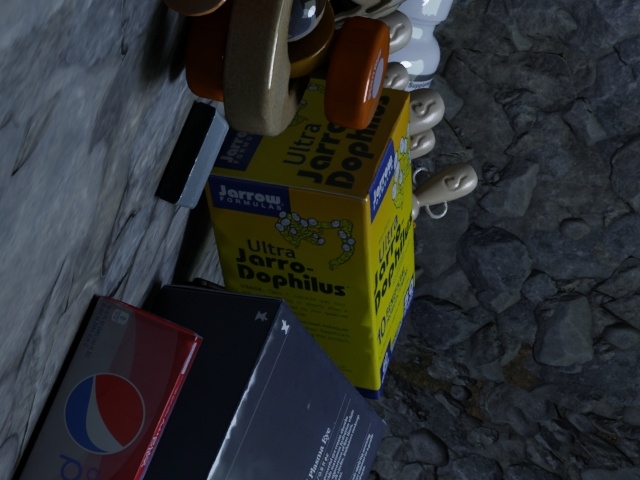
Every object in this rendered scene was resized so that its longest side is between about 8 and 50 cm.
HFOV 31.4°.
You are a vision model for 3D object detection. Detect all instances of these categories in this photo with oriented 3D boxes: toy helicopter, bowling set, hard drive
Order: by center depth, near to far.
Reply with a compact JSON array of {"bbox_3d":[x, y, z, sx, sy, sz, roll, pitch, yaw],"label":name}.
[{"bbox_3d":[-0.014,-0.247,0.772,0.235,0.140,0.355,-16,119,-78],"label":"toy helicopter"},{"bbox_3d":[-0.118,-0.078,1.075,0.135,0.022,0.094,12,101,-89],"label":"hard drive"},{"bbox_3d":[0.073,-0.151,1.549,0.154,0.287,0.200,-25,-179,-13],"label":"bowling set"}]

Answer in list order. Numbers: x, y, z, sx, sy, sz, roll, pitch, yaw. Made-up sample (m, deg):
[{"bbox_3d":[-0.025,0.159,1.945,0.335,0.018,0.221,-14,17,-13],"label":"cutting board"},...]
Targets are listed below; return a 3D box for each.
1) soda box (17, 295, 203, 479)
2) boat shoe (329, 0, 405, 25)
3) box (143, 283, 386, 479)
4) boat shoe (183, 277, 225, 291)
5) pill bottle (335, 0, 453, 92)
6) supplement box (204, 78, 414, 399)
[{"bbox_3d":[-0.191,0.183,0.946,0.083,0.092,0.263,116,-3,-84],"label":"soda box"},{"bbox_3d":[0.060,-0.316,1.302,0.110,0.122,0.341,-24,177,-18],"label":"boat shoe"},{"bbox_3d":[-0.107,0.278,1.305,0.312,0.179,0.343,55,49,-46],"label":"box"},{"bbox_3d":[-0.151,0.120,1.601,0.307,0.110,0.104,99,13,-88],"label":"boat shoe"},{"bbox_3d":[0.058,-0.247,1.745,0.210,0.210,0.363,-66,179,-64],"label":"pill bottle"},{"bbox_3d":[0.000,0.000,1.398,0.356,0.195,0.194,83,22,-45],"label":"supplement box"}]
